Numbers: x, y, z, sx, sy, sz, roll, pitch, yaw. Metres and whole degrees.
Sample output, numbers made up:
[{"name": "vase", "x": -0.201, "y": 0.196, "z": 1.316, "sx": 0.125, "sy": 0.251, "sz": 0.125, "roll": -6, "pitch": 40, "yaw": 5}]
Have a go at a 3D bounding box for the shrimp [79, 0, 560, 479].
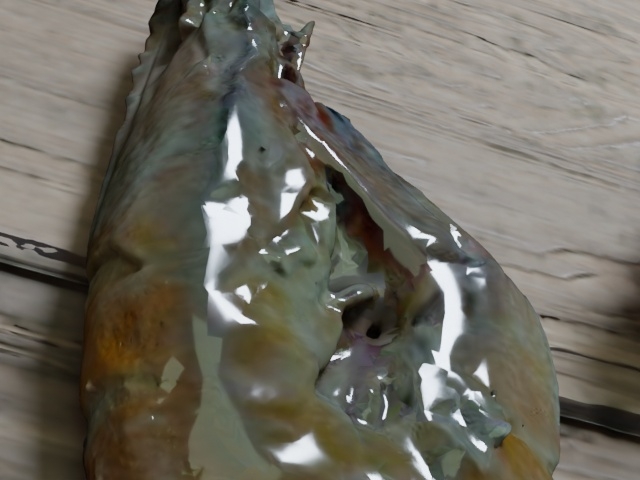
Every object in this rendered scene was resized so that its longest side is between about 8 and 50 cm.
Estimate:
[{"name": "shrimp", "x": 0.000, "y": 0.000, "z": 0.455, "sx": 0.164, "sy": 0.062, "sz": 0.317, "roll": 10, "pitch": 49, "yaw": -21}]
